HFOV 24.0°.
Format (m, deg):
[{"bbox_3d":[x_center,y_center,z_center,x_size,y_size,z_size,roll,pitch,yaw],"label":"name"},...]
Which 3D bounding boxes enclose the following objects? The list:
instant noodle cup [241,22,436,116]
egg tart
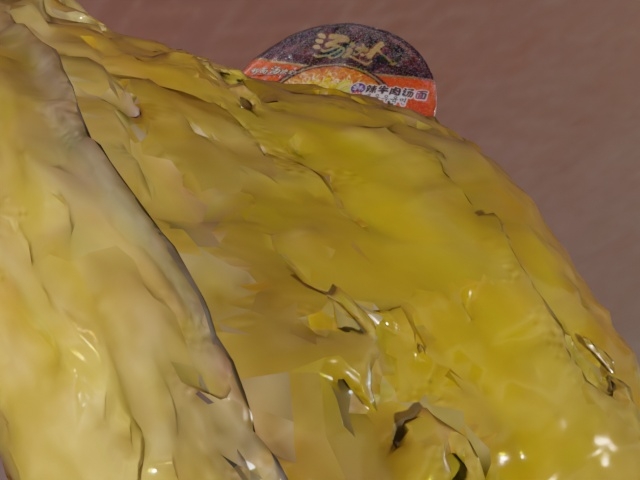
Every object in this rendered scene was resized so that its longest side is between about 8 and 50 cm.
[{"bbox_3d":[0.016,-0.041,0.904,0.127,0.127,0.135,-26,146,-5],"label":"instant noodle cup"},{"bbox_3d":[0.021,0.089,0.510,0.178,0.443,0.443,-27,162,-4],"label":"egg tart"}]
